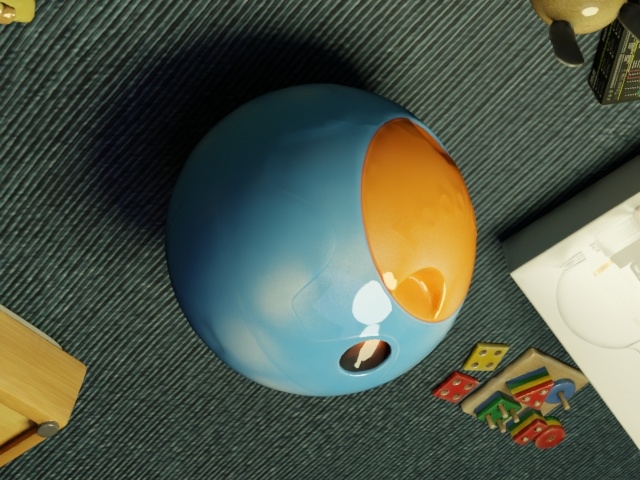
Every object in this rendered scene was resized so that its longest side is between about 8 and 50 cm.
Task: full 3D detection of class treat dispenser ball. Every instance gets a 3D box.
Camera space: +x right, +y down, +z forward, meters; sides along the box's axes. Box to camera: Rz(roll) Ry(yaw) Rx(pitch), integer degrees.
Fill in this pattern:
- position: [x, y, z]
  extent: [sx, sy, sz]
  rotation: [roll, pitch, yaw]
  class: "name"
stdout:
- position: [0.000, 0.000, 1.211]
  extent: [0.288, 0.288, 0.288]
  rotation: [-12, 139, -11]
  class: "treat dispenser ball"

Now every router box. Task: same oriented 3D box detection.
- position: [0.331, -0.198, 1.322]
  extent: [0.092, 0.038, 0.122]
  rotation: [-8, 138, -14]
  class: "router box"

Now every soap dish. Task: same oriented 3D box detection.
- position: [-0.411, 0.148, 1.331]
  extent: [0.229, 0.118, 0.291]
  rotation: [-32, 139, 13]
  class: "soap dish"

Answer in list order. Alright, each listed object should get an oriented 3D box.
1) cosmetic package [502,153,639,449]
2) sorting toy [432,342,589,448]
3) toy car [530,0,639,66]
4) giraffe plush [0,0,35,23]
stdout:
- position: [0.441, 0.025, 1.475]
  extent: [0.377, 0.097, 0.284]
  rotation: [-34, 110, 15]
  class: "cosmetic package"
- position: [0.273, 0.212, 1.741]
  extent: [0.274, 0.046, 0.132]
  rotation: [27, 121, -40]
  class: "sorting toy"
- position: [0.218, -0.234, 1.104]
  extent: [0.155, 0.188, 0.149]
  rotation: [-13, 157, -6]
  class: "toy car"
- position: [-0.282, -0.254, 0.932]
  extent: [0.181, 0.210, 0.170]
  rotation: [9, 99, -15]
  class: "giraffe plush"
